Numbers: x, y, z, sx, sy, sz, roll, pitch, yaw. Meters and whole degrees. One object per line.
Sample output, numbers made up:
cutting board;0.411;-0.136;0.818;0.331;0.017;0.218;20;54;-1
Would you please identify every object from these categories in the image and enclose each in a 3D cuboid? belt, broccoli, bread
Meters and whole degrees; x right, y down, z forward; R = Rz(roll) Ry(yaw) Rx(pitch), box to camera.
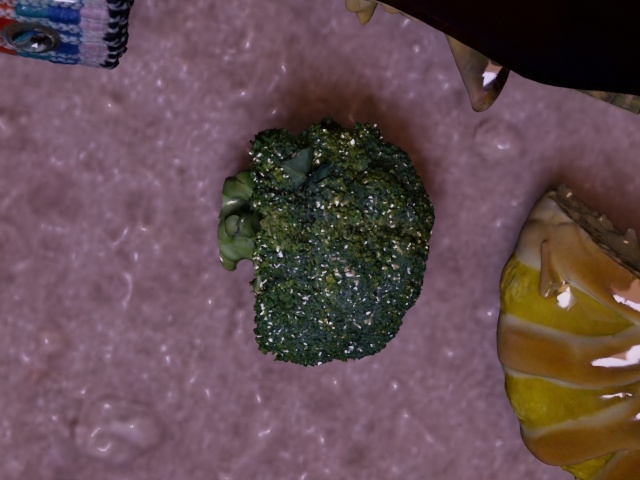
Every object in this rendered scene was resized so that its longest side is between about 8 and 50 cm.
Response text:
belt;-0.177;-0.248;1.185;0.150;0.207;0.258;8;108;-7
broccoli;0.000;0.000;1.265;0.156;0.195;0.195;13;100;15
bread;0.299;0.077;1.290;0.333;0.160;0.333;0;102;-2

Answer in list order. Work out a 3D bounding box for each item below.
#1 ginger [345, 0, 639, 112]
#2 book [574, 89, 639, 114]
ginger;0.120;-0.281;1.188;0.413;0.211;0.358;32;85;-21
book;0.207;-0.226;1.299;0.160;0.024;0.228;21;98;-8
